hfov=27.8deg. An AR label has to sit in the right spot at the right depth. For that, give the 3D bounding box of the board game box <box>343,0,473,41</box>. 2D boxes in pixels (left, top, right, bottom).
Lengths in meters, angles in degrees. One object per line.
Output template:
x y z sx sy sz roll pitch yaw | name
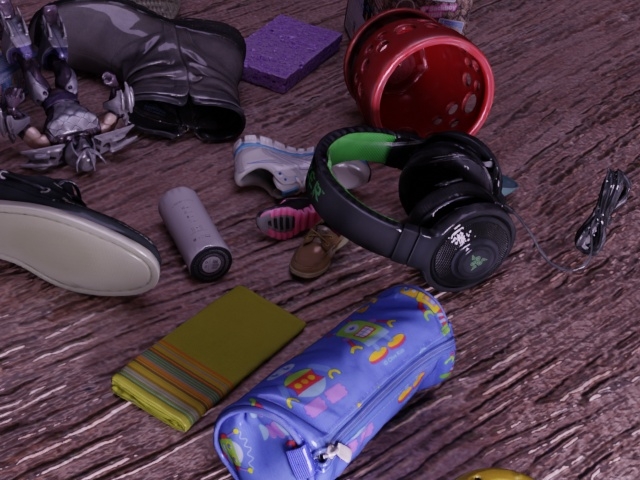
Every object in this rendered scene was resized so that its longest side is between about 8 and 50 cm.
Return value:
0.144 -0.418 2.055 0.141 0.291 0.232 1 35 -12 | board game box

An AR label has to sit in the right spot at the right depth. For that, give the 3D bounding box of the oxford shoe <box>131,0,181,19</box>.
-0.324 -0.459 2.160 0.130 0.169 0.449 -28 39 18 | oxford shoe

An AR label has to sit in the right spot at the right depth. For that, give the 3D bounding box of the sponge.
-0.061 -0.302 2.065 0.117 0.031 0.210 21 36 17 | sponge

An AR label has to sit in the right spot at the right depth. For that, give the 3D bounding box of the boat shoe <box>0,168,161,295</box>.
-0.332 -0.028 1.510 0.340 0.127 0.113 9 45 16 | boat shoe

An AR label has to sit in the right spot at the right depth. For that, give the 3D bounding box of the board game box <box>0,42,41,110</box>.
-0.515 -0.218 1.802 0.194 0.060 0.194 12 33 3 | board game box

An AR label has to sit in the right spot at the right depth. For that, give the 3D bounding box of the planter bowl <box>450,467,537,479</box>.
0.167 0.279 1.213 0.217 0.090 0.217 6 34 -4 | planter bowl

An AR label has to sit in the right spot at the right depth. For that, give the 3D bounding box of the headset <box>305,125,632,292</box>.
0.183 -0.060 1.631 0.394 0.185 0.243 16 33 -11 | headset

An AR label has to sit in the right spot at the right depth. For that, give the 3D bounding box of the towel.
-0.120 0.127 1.432 0.102 0.021 0.237 30 38 19 | towel

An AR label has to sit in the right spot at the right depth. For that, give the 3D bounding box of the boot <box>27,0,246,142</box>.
-0.271 -0.246 1.866 0.338 0.118 0.222 3 39 -2 | boot

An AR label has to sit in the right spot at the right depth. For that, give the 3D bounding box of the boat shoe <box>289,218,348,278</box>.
0.000 0.000 1.622 0.050 0.045 0.135 19 35 14 | boat shoe

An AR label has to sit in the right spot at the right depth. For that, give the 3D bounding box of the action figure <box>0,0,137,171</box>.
-0.358 -0.200 1.746 0.185 0.099 0.285 -10 57 -32 | action figure

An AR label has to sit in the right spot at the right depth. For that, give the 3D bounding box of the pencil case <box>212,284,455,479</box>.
0.026 0.156 1.330 0.133 0.119 0.306 4 25 38 | pencil case

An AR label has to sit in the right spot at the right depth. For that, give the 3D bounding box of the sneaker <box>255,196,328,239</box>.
-0.040 -0.035 1.671 0.119 0.047 0.057 -9 31 -38 | sneaker

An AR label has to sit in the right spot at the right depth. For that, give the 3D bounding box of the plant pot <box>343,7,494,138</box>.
0.132 -0.234 1.883 0.191 0.191 0.174 -5 28 -20 | plant pot

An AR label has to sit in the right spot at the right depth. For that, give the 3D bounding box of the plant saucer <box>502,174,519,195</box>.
0.216 -0.084 1.798 0.119 0.021 0.119 14 15 -4 | plant saucer

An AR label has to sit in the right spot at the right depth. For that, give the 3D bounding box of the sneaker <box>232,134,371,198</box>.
-0.028 -0.084 1.734 0.191 0.071 0.083 5 45 1 | sneaker

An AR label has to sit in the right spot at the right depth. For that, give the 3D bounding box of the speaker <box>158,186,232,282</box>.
-0.155 -0.010 1.589 0.055 0.055 0.136 -7 37 -23 | speaker
